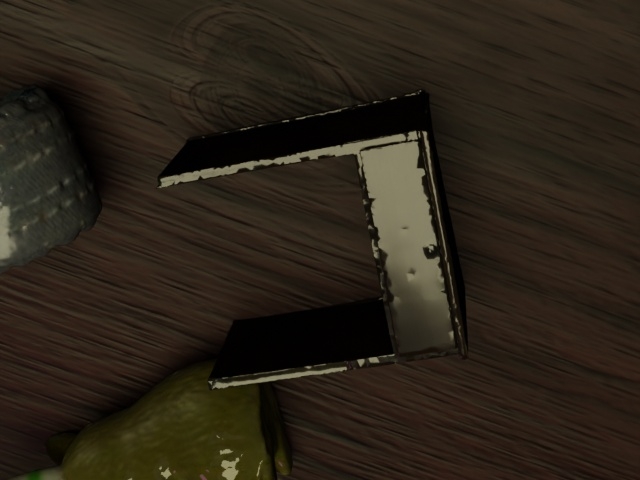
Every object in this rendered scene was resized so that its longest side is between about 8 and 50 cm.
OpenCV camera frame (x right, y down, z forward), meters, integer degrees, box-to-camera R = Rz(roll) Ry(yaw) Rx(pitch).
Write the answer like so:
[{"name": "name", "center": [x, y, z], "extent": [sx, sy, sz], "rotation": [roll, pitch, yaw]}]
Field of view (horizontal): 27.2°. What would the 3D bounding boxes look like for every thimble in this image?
[{"name": "thimble", "center": [-0.367, -0.058, 1.436], "extent": [0.236, 0.205, 0.172], "rotation": [-14, 103, 35]}]

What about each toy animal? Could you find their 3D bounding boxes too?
[{"name": "toy animal", "center": [-0.204, 0.272, 1.545], "extent": [0.363, 0.181, 0.180], "rotation": [-27, 96, 11]}]

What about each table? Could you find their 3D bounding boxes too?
[{"name": "table", "center": [0.000, 0.000, 1.422], "extent": [0.282, 0.196, 0.250], "rotation": [-9, 108, 8]}]
